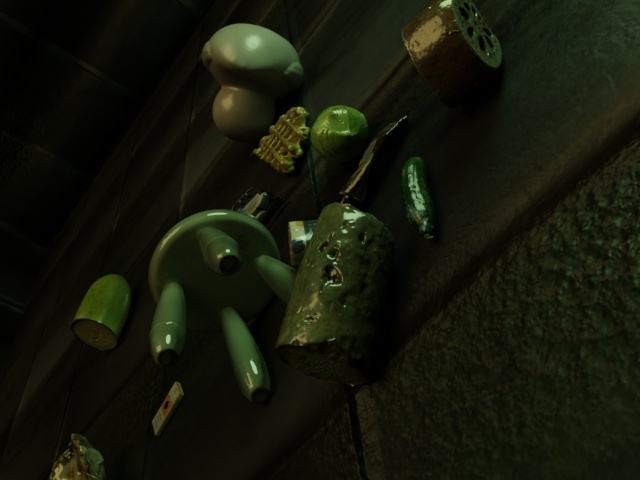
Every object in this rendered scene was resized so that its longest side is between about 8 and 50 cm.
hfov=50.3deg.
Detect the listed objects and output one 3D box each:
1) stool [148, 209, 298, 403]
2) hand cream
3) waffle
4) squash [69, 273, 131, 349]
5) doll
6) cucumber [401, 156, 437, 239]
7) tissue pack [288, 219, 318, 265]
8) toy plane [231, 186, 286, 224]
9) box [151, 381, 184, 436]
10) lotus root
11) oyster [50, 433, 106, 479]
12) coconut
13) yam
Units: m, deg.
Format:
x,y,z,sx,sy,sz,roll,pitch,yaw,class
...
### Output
x,y,z,sx,sy,sz,roll,pitch,yaw,class
-0.121,0.079,0.929,0.195,0.195,0.199,-56,31,7,stool
0.068,-0.105,0.947,0.163,0.039,0.062,-62,9,-10,hand cream
-0.077,-0.171,1.272,0.192,0.046,0.161,-21,45,54,waffle
-0.520,0.161,1.654,0.123,0.123,0.187,-39,29,37,squash
-0.150,-0.313,1.399,0.251,0.221,0.221,111,-177,-78,doll
0.114,-0.049,0.803,0.037,0.037,0.155,-43,29,32,cucumber
0.000,0.000,0.903,0.062,0.083,0.042,-101,8,-56,tissue pack
-0.136,-0.025,1.221,0.197,0.053,0.078,-46,37,19,toy plane
-0.259,0.286,1.157,0.083,0.012,0.046,-59,25,3,box
0.158,-0.227,0.819,0.081,0.122,0.112,-28,15,38,lotus root
-0.383,0.453,1.089,0.166,0.110,0.341,-43,29,-1,oyster
0.029,-0.161,1.026,0.088,0.088,0.096,-61,20,-3,coconut
0.023,0.055,0.775,0.107,0.107,0.194,-24,42,51,yam
